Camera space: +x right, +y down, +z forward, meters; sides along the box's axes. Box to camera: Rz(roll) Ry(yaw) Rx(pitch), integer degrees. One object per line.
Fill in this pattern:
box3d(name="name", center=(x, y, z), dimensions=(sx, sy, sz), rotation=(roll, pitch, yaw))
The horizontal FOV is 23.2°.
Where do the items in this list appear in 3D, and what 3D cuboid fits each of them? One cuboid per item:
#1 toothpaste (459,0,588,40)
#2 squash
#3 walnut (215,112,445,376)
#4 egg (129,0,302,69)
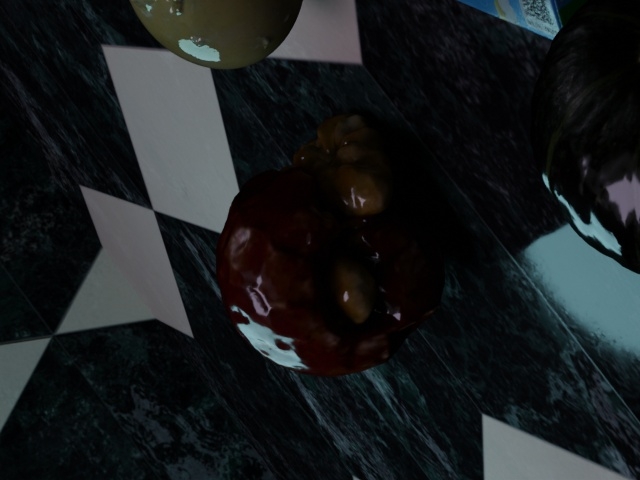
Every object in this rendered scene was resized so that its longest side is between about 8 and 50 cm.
box3d(name="toothpaste", center=(0.096, -0.204, 1.059), dimensions=(0.267, 0.065, 0.050), rotation=(33, 156, 47))
box3d(name="squash", center=(0.209, -0.066, 0.822), dimensions=(0.156, 0.193, 0.193), rotation=(27, -176, -41))
box3d(name="walnut", center=(0.000, 0.000, 1.486), dimensions=(0.269, 0.222, 0.243), rotation=(-155, 64, -72))
box3d(name="egg", center=(-0.094, -0.242, 1.324), dimensions=(0.164, 0.164, 0.201), rotation=(32, 150, 50))
